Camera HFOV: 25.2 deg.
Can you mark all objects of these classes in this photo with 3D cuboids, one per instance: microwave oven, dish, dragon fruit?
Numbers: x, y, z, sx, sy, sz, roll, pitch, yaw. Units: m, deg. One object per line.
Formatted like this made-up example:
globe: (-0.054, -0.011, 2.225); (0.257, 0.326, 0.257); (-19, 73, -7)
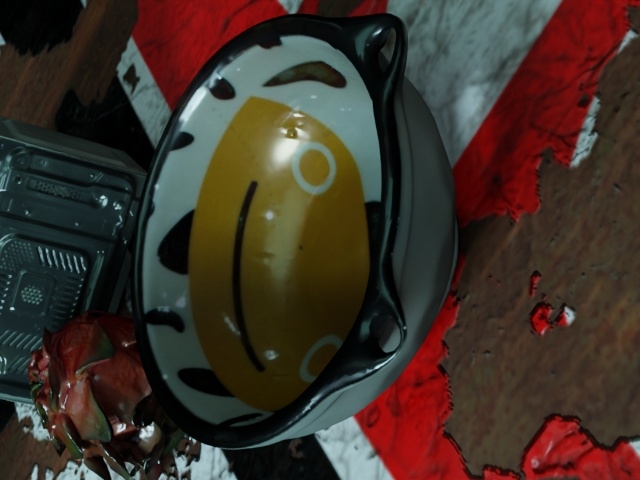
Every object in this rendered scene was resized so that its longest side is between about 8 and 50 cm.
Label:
microwave oven: (-0.241, 0.016, 1.168); (0.122, 0.162, 0.208); (38, 111, 67)
dish: (0.000, 0.000, 0.915); (0.303, 0.120, 0.303); (-18, 66, 48)
dragon fruit: (-0.160, 0.119, 1.084); (0.142, 0.130, 0.121); (45, 113, 3)
